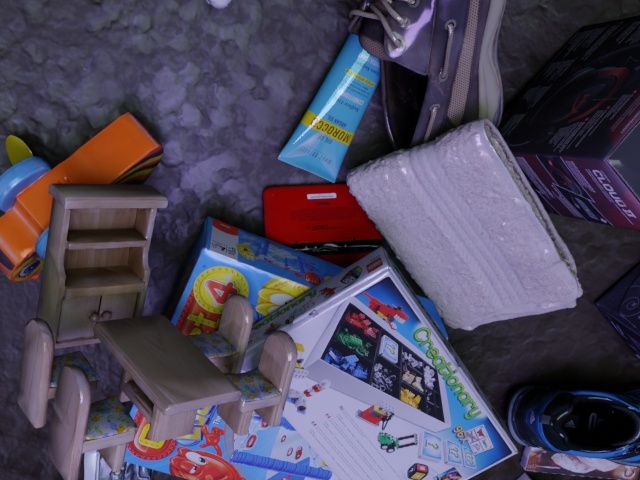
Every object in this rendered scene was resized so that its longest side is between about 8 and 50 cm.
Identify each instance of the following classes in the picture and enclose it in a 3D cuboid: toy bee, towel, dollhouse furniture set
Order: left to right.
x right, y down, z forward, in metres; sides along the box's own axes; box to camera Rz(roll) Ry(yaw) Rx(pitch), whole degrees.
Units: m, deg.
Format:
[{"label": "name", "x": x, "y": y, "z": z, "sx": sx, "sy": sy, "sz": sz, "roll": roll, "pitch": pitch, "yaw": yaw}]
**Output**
[{"label": "toy bee", "x": -0.313, "y": -0.024, "z": 0.817, "sx": 0.298, "sy": 0.162, "sz": 0.195, "roll": -18, "pitch": 79, "yaw": -18}, {"label": "dollhouse furniture set", "x": -0.164, "y": 0.065, "z": 0.683, "sx": 0.212, "sy": 0.242, "sz": 0.161, "roll": -3, "pitch": 116, "yaw": -42}, {"label": "towel", "x": 0.172, "y": -0.002, "z": 0.863, "sx": 0.187, "sy": 0.049, "sz": 0.282, "roll": -19, "pitch": 124, "yaw": 34}]

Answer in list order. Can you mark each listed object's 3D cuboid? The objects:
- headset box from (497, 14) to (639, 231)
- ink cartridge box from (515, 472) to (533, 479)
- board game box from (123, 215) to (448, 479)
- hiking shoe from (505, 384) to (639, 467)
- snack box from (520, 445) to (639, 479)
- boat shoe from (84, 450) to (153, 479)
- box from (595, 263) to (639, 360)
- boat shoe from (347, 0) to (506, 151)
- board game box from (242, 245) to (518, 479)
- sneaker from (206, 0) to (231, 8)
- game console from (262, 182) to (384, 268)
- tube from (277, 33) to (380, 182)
[{"label": "headset box", "x": 0.324, "y": -0.130, "z": 0.776, "sx": 0.110, "sy": 0.293, "sz": 0.218, "roll": 44, "pitch": 85, "yaw": -17}, {"label": "ink cartridge box", "x": 0.293, "y": 0.412, "z": 1.046, "sx": 0.143, "sy": 0.090, "sz": 0.092, "roll": -42, "pitch": 108, "yaw": 3}, {"label": "board game box", "x": -0.055, "y": 0.166, "z": 0.895, "sx": 0.301, "sy": 0.086, "sz": 0.308, "roll": 21, "pitch": 112, "yaw": -15}, {"label": "hiking shoe", "x": 0.407, "y": 0.254, "z": 0.985, "sx": 0.303, "sy": 0.132, "sz": 0.113, "roll": 2, "pitch": 85, "yaw": -10}, {"label": "snack box", "x": 0.379, "y": 0.306, "z": 1.065, "sx": 0.178, "sy": 0.022, "sz": 0.064, "roll": 8, "pitch": 103, "yaw": -11}, {"label": "boat shoe", "x": -0.259, "y": 0.334, "z": 0.951, "sx": 0.083, "sy": 0.065, "sz": 0.184, "roll": 3, "pitch": 104, "yaw": -8}, {"label": "box", "x": 0.515, "y": 0.070, "z": 0.945, "sx": 0.247, "sy": 0.163, "sz": 0.142, "roll": -44, "pitch": 108, "yaw": 4}, {"label": "boat shoe", "x": 0.105, "y": -0.225, "z": 0.756, "sx": 0.130, "sy": 0.132, "sz": 0.355, "roll": -31, "pitch": 131, "yaw": -15}, {"label": "board game box", "x": 0.068, "y": 0.175, "z": 0.834, "sx": 0.193, "sy": 0.053, "sz": 0.305, "roll": -31, "pitch": 115, "yaw": 10}, {"label": "sneaker", "x": -0.116, "y": -0.365, "z": 0.770, "sx": 0.094, "sy": 0.090, "sz": 0.235, "roll": -17, "pitch": 109, "yaw": -14}, {"label": "game console", "x": 0.000, "y": 0.000, "z": 0.925, "sx": 0.143, "sy": 0.085, "sz": 0.124, "roll": -3, "pitch": 75, "yaw": -8}, {"label": "tube", "x": 0.030, "y": -0.172, "z": 0.864, "sx": 0.080, "sy": 0.052, "sz": 0.207, "roll": 23, "pitch": 104, "yaw": -21}]
